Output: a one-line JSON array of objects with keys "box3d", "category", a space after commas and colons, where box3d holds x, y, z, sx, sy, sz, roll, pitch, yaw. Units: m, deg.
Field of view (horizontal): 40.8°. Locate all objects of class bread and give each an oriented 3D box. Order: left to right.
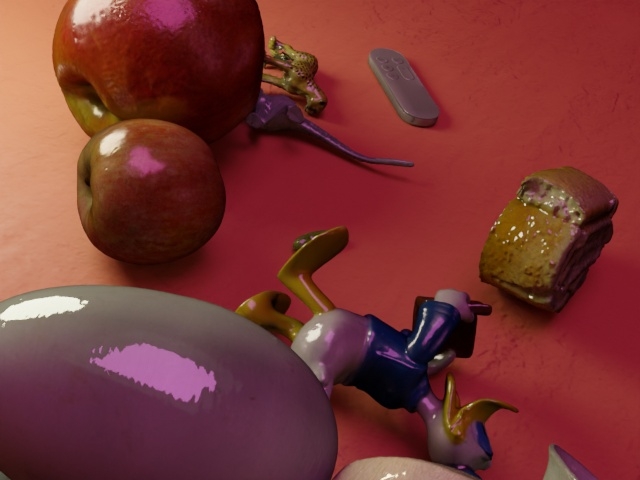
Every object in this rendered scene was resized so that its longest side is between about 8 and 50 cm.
[{"box3d": [0.338, -0.010, 1.219, 0.124, 0.186, 0.257, 32, 34, 25], "category": "bread"}]

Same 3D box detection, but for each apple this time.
[{"box3d": [-0.215, -0.062, 1.096, 0.174, 0.188, 0.188, -5, 44, -30], "category": "apple"}]

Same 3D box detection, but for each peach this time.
[{"box3d": [-0.221, -0.273, 1.259, 0.308, 0.308, 0.332, 33, 45, 20], "category": "peach"}]

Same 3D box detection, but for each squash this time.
[{"box3d": [-0.001, -0.001, 1.220, 0.089, 0.027, 0.027, -16, 49, -35], "category": "squash"}]

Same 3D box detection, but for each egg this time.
[{"box3d": [-0.162, 0.160, 0.811, 0.371, 0.230, 0.230, 20, 39, -7], "category": "egg"}]

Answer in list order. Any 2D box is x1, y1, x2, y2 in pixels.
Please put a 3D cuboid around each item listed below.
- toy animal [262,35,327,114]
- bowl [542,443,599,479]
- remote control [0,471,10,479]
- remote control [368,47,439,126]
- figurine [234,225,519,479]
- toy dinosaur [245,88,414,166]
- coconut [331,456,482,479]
[{"box3d": [-0.043, -0.298, 1.529, 0.136, 0.073, 0.181, 21, 27, -6], "category": "toy animal"}, {"box3d": [0.282, 0.348, 0.783, 0.313, 0.146, 0.313, 42, 3, -2], "category": "bowl"}, {"box3d": [-0.344, 0.214, 0.837, 0.103, 0.051, 0.293, 37, 41, 12], "category": "remote control"}, {"box3d": [0.154, -0.290, 1.608, 0.077, 0.022, 0.245, -3, 43, -19], "category": "remote control"}, {"box3d": [0.098, 0.161, 0.995, 0.284, 0.204, 0.338, -12, 59, -39], "category": "figurine"}, {"box3d": [-0.043, -0.185, 1.374, 0.383, 0.076, 0.129, 34, 21, 13], "category": "toy dinosaur"}, {"box3d": [0.082, 0.306, 0.726, 0.237, 0.237, 0.266, 27, 46, 13], "category": "coconut"}]
